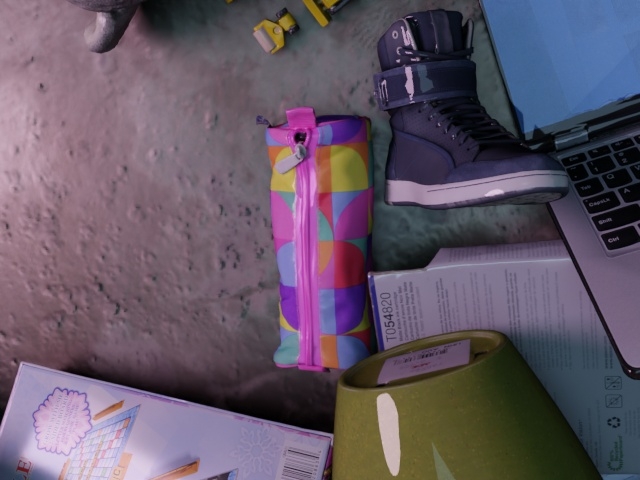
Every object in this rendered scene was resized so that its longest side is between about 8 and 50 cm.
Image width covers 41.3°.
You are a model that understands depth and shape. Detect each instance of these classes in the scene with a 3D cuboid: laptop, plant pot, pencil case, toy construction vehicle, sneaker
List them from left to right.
[{"bbox_3d":[-0.028,-0.221,0.754,0.098,0.035,0.086,-38,105,12],"label":"toy construction vehicle"},{"bbox_3d":[0.000,0.000,0.751,0.105,0.104,0.236,-3,100,6],"label":"pencil case"},{"bbox_3d":[0.110,-0.106,0.668,0.086,0.226,0.163,-3,96,-22],"label":"sneaker"},{"bbox_3d":[0.117,0.230,0.666,0.275,0.275,0.293,-16,94,8],"label":"plant pot"},{"bbox_3d":[0.335,-0.166,0.630,0.382,0.407,0.236,-18,130,9],"label":"laptop"}]

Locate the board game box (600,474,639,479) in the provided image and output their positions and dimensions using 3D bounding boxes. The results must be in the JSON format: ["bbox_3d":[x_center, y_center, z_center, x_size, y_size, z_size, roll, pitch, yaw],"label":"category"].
[{"bbox_3d":[0.255,0.288,0.809,0.281,0.027,0.145,-25,95,9],"label":"board game box"}]

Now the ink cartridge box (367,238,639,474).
[{"bbox_3d":[0.167,0.109,0.750,0.224,0.045,0.223,-4,113,12],"label":"ink cartridge box"}]

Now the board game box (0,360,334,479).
[{"bbox_3d":[-0.163,0.291,0.729,0.318,0.066,0.318,10,75,20],"label":"board game box"}]

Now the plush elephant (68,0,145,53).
[{"bbox_3d":[-0.196,-0.283,0.638,0.330,0.272,0.255,5,73,-19],"label":"plush elephant"}]
